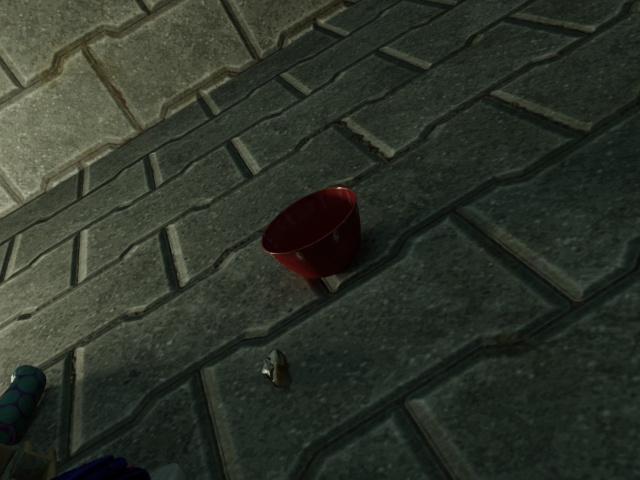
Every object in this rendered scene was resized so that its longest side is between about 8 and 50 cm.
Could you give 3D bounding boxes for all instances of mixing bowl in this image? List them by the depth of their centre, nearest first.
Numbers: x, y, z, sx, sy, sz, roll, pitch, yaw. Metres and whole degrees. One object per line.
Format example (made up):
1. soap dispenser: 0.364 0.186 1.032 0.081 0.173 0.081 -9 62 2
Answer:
1. mixing bowl: 0.000 0.000 1.266 0.181 0.098 0.181 -24 27 13

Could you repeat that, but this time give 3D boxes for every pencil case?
1. pencil case: -0.563 0.302 1.356 0.070 0.064 0.151 -7 32 10

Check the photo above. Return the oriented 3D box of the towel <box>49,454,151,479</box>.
1. towel: -0.370 0.341 0.856 0.308 0.076 0.227 -32 -10 35

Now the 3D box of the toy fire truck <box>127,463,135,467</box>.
1. toy fire truck: -0.276 0.390 0.941 0.135 0.047 0.192 -32 27 -1

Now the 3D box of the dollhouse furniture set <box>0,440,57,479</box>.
1. dollhouse furniture set: -0.515 0.390 1.017 0.242 0.212 0.161 -59 27 3

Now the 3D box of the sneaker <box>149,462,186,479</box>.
1. sneaker: -0.219 0.377 0.864 0.094 0.091 0.258 -23 19 28

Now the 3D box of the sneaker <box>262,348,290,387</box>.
1. sneaker: -0.067 0.196 1.086 0.037 0.032 0.083 -41 21 11
